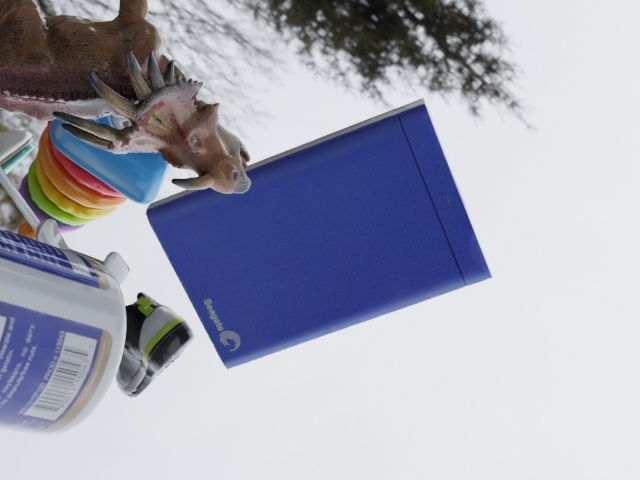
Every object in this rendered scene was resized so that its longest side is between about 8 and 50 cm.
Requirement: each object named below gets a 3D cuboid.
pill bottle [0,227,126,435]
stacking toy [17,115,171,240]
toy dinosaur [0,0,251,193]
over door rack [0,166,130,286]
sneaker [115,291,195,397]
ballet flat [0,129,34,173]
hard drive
[{"bbox_3d":[-0.212,0.040,0.551,0.112,0.187,0.112,-18,-118,36],"label":"pill bottle"},{"bbox_3d":[-0.341,-0.073,1.365,0.302,0.166,0.175,-40,-157,36],"label":"stacking toy"},{"bbox_3d":[-0.200,-0.133,0.797,0.296,0.127,0.200,2,-133,5],"label":"toy dinosaur"},{"bbox_3d":[-0.280,0.005,0.556,0.108,0.324,0.239,8,-125,34],"label":"over door rack"},{"bbox_3d":[-0.220,0.119,1.231,0.084,0.097,0.234,-44,179,-32],"label":"sneaker"},{"bbox_3d":[-0.605,-0.050,1.474,0.400,0.139,0.139,-45,-138,-5],"label":"ballet flat"},{"bbox_3d":[0.000,0.000,1.088,0.319,0.210,0.040,-20,-159,11],"label":"hard drive"}]
